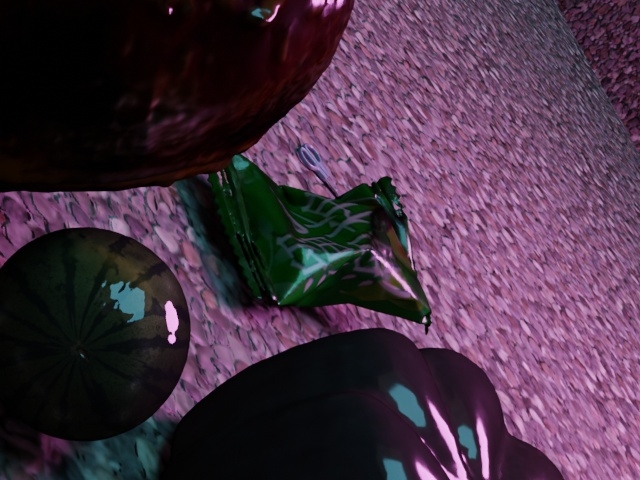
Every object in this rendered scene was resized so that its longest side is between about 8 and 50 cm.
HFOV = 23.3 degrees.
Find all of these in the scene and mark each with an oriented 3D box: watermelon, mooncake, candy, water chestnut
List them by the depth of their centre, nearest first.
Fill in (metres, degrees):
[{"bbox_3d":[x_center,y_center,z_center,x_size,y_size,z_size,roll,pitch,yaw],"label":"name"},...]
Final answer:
[{"bbox_3d":[-0.115,0.045,0.778,0.105,0.105,0.133,53,6,-2],"label":"watermelon"},{"bbox_3d":[-0.145,-0.148,0.791,0.350,0.302,0.350,10,36,-7],"label":"water chestnut"},{"bbox_3d":[0.049,0.190,0.838,0.306,0.154,0.306,47,22,-25],"label":"mooncake"},{"bbox_3d":[-0.002,0.004,1.150,0.203,0.078,0.141,13,32,-45],"label":"candy"}]

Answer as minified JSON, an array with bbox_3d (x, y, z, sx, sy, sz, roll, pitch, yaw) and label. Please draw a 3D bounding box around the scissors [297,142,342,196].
[{"bbox_3d":[0.008,-0.051,1.363,0.083,0.006,0.036,52,21,-5],"label":"scissors"}]
